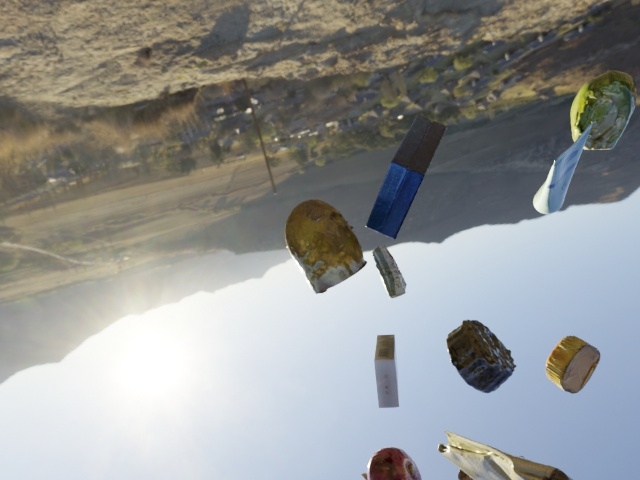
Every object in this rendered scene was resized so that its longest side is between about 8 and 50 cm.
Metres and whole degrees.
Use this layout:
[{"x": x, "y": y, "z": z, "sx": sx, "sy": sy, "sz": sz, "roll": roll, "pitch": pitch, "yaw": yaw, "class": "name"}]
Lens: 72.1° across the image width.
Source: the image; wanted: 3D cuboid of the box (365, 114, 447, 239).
[{"x": 0.258, "y": -0.192, "z": 1.342, "sx": 0.261, "sy": 0.116, "sz": 0.278, "roll": -57, "pitch": 170, "yaw": -39, "class": "box"}]

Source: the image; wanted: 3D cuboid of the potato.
[{"x": 0.000, "y": 0.000, "z": 1.379, "sx": 0.229, "sy": 0.265, "sz": 0.229, "roll": -33, "pitch": -177, "yaw": 2, "class": "potato"}]

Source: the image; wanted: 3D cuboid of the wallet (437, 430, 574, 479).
[{"x": 0.315, "y": 0.349, "z": 0.570, "sx": 0.068, "sy": 0.335, "sz": 0.275, "roll": -56, "pitch": -168, "yaw": -24, "class": "wallet"}]

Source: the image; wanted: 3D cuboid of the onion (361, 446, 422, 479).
[{"x": 0.217, "y": 0.705, "z": 1.296, "sx": 0.153, "sy": 0.177, "sz": 0.177, "roll": -63, "pitch": 169, "yaw": 11, "class": "onion"}]

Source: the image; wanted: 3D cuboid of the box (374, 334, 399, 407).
[{"x": 0.208, "y": 0.399, "z": 1.375, "sx": 0.067, "sy": 0.149, "sz": 0.233, "roll": -2, "pitch": -175, "yaw": 10, "class": "box"}]

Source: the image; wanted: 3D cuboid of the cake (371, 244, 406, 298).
[{"x": 0.179, "y": 0.078, "z": 1.144, "sx": 0.051, "sy": 0.139, "sz": 0.055, "roll": -22, "pitch": -178, "yaw": 22, "class": "cake"}]

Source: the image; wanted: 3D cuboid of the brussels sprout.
[{"x": 0.676, "y": -0.312, "z": 1.053, "sx": 0.132, "sy": 0.183, "sz": 0.145, "roll": 9, "pitch": -144, "yaw": 19, "class": "brussels sprout"}]

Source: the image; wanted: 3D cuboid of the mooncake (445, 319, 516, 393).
[{"x": 0.517, "y": 0.364, "z": 1.417, "sx": 0.124, "sy": 0.228, "sz": 0.228, "roll": -50, "pitch": 163, "yaw": 29, "class": "mooncake"}]

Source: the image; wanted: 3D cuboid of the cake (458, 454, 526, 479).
[{"x": 0.409, "y": 0.649, "z": 0.956, "sx": 0.196, "sy": 0.199, "sz": 0.293, "roll": -36, "pitch": -165, "yaw": 42, "class": "cake"}]

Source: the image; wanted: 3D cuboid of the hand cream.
[{"x": 0.546, "y": -0.147, "z": 1.014, "sx": 0.109, "sy": 0.067, "sz": 0.320, "roll": -45, "pitch": 153, "yaw": -1, "class": "hand cream"}]

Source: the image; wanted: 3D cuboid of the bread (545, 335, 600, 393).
[{"x": 0.901, "y": 0.442, "z": 1.583, "sx": 0.190, "sy": 0.132, "sz": 0.114, "roll": -55, "pitch": -164, "yaw": 2, "class": "bread"}]
